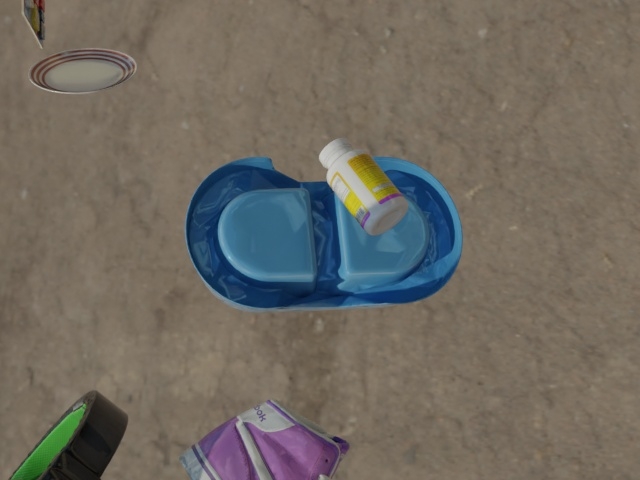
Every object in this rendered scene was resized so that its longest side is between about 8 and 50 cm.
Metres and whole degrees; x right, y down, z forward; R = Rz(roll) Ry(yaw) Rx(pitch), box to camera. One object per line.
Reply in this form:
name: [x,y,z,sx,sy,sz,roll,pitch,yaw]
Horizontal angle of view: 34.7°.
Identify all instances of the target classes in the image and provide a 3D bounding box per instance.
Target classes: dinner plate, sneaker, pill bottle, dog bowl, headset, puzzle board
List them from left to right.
headset: [-0.313,0.339,1.054,0.243,0.185,0.394,-34,18,52]
puzzle board: [-0.402,-0.349,1.438,0.096,0.011,0.128,91,173,-71]
dinner plate: [-0.311,-0.219,1.350,0.141,0.141,0.017,40,139,45]
sneaker: [-0.011,0.302,1.111,0.161,0.282,0.102,-34,15,-10]
dog bowl: [0.000,0.000,1.099,0.074,0.297,0.166,126,140,-67]
pill bottle: [0.034,-0.047,0.865,0.043,0.043,0.083,-49,65,28]
